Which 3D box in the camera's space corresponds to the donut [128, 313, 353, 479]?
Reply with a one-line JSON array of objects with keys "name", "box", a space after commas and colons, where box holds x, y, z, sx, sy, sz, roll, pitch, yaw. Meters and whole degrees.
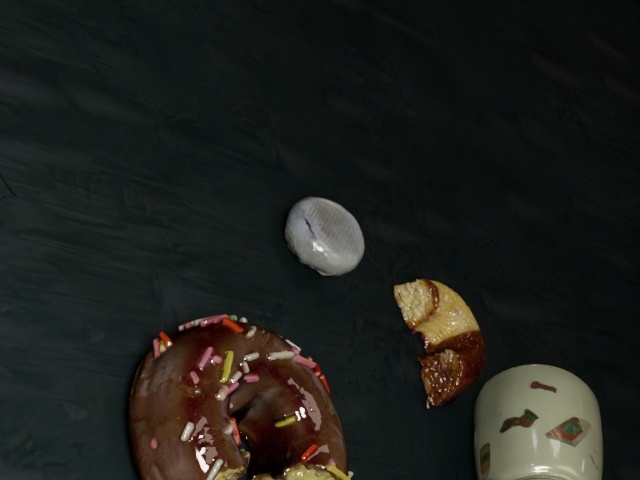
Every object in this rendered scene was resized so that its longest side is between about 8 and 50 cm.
[{"name": "donut", "box": [-0.099, 0.223, 1.893, 0.345, 0.136, 0.259, 20, 53, -47]}]

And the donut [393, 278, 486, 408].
[{"name": "donut", "box": [0.208, 0.159, 2.389, 0.141, 0.085, 0.217, 5, 60, -51]}]

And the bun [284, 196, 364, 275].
[{"name": "bun", "box": [0.000, 0.000, 2.242, 0.141, 0.083, 0.141, 31, 36, -25]}]

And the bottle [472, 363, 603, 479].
[{"name": "bottle", "box": [0.336, 0.386, 2.255, 0.229, 0.229, 0.351, 43, 30, -24]}]
